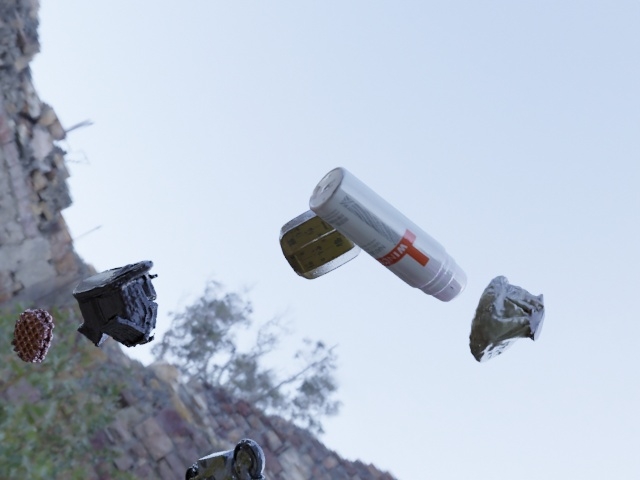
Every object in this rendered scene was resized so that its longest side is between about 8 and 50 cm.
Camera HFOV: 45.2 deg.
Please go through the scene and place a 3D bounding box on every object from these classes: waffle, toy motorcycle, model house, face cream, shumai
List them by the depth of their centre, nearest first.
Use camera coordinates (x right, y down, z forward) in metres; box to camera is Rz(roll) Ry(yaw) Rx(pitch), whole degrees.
[{"bbox_3d":[-0.430,0.141,1.152,0.075,0.029,0.083,11,-91,33],"label":"waffle"},{"bbox_3d":[-0.151,0.434,1.314,0.225,0.073,0.152,-35,-108,40],"label":"toy motorcycle"},{"bbox_3d":[0.136,0.002,1.410,0.346,0.102,0.102,36,-21,-21],"label":"face cream"},{"bbox_3d":[0.404,0.179,1.628,0.120,0.201,0.201,18,-47,34],"label":"shumai"},{"bbox_3d":[-0.434,0.148,1.656,0.203,0.141,0.164,-12,-73,38],"label":"model house"}]

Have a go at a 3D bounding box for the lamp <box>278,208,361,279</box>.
[{"bbox_3d":[0.000,0.000,1.886,0.161,0.185,0.161,64,5,-9],"label":"lamp"}]
